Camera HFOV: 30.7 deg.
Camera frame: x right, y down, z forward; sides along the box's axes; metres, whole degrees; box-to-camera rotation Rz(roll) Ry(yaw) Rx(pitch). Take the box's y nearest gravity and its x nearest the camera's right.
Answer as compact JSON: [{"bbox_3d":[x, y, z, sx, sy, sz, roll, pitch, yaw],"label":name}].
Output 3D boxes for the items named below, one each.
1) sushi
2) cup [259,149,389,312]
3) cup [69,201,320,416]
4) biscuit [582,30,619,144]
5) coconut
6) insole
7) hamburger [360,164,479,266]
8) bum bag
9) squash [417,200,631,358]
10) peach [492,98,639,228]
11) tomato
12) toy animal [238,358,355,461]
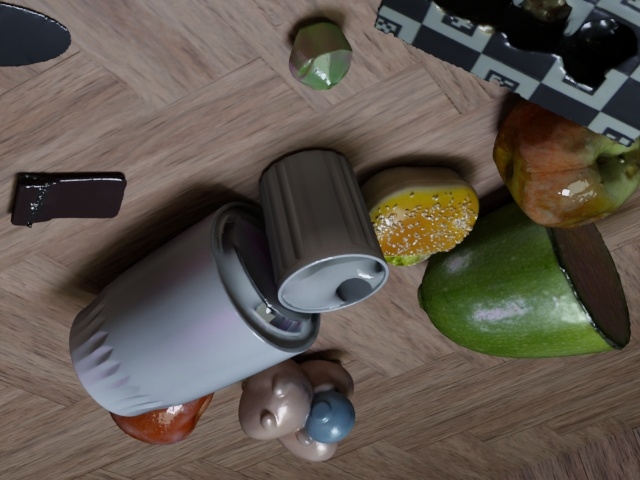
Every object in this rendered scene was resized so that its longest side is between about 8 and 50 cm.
[{"bbox_3d":[0.277,-0.298,1.419,0.373,0.100,0.296,25,154,2],"label":"sushi"},{"bbox_3d":[-0.013,-0.002,1.763,0.166,0.202,0.221,2,147,-28],"label":"cup"},{"bbox_3d":[-0.201,0.120,1.848,0.371,0.253,0.253,-28,148,29],"label":"cup"},{"bbox_3d":[0.393,-0.276,1.486,0.217,0.044,0.325,29,132,-5],"label":"biscuit"},{"bbox_3d":[0.001,-0.232,1.501,0.083,0.081,0.082,-23,164,-4],"label":"coconut"},{"bbox_3d":[-0.448,-0.242,1.348,0.322,0.007,0.109,0,146,-24],"label":"insole"},{"bbox_3d":[0.151,-0.039,1.865,0.210,0.116,0.173,0,145,-25],"label":"hamburger"},{"bbox_3d":[-0.364,-0.058,1.687,0.159,0.026,0.109,-3,148,-21],"label":"bum bag"},{"bbox_3d":[0.327,0.096,2.001,0.309,0.310,0.310,-27,149,25],"label":"squash"},{"bbox_3d":[0.355,-0.122,1.722,0.214,0.214,0.235,1,-178,-26],"label":"peach"},{"bbox_3d":[-0.290,0.260,2.102,0.184,0.208,0.208,28,146,5],"label":"tomato"},{"bbox_3d":[-0.054,0.328,2.322,0.221,0.210,0.229,18,177,-9],"label":"toy animal"}]
